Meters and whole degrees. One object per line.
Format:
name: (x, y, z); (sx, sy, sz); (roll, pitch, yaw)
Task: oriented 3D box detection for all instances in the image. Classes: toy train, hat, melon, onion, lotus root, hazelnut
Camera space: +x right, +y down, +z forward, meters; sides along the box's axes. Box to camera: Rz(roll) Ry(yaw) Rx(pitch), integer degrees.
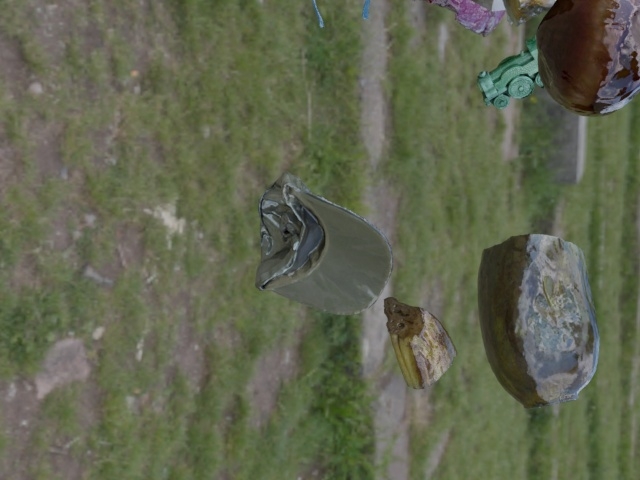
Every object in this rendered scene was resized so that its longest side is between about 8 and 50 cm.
toy train: (0.431, -0.366, 1.810); (0.104, 0.178, 0.071); (42, 31, -36)
hat: (0.000, 0.000, 1.361); (0.149, 0.245, 0.214); (-75, -176, -59)
melon: (0.339, -0.387, 1.266); (0.202, 0.139, 0.093); (40, 43, -74)
onion: (0.279, -0.566, 1.701); (0.159, 0.267, 0.349); (-52, 170, 25)
lotus root: (0.450, 0.176, 1.701); (0.250, 0.250, 0.346); (42, 41, -65)
lotus root: (0.165, 0.163, 1.352); (0.159, 0.095, 0.135); (-100, 165, -58)
hazelnut: (0.398, -0.274, 1.191); (0.204, 0.178, 0.178); (75, 26, -56)

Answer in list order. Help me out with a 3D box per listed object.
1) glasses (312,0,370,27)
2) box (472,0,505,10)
glasses: (0.066, -0.576, 1.801); (0.088, 0.190, 0.220); (9, 83, -55)
box: (0.282, -0.494, 1.418); (0.081, 0.199, 0.135); (-13, 127, -27)
